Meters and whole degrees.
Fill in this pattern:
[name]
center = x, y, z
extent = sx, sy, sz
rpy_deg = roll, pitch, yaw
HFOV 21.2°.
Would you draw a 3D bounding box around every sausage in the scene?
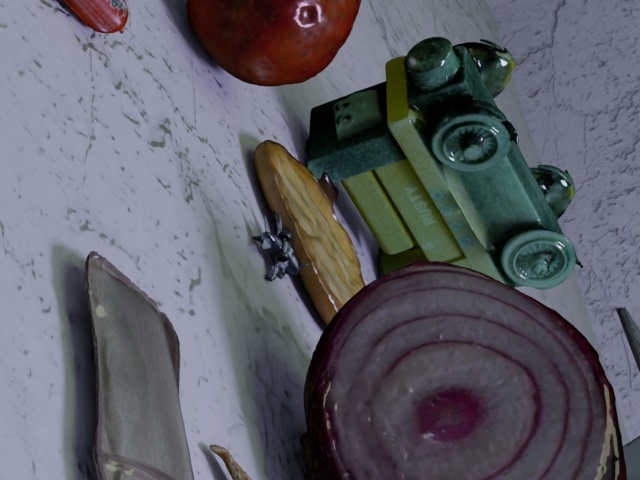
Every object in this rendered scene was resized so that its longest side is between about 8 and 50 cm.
[sausage]
center = -0.197, -0.210, 1.419
extent = 0.050, 0.048, 0.145
rpy_deg = 31, -9, 33

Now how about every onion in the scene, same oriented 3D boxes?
[onion]
center = 0.130, 0.201, 1.551
extent = 0.260, 0.282, 0.336
rpy_deg = 83, -18, -65

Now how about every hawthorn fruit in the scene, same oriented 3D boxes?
[hawthorn fruit]
center = -0.058, -0.247, 1.729
extent = 0.200, 0.179, 0.179
rpy_deg = 9, 60, -66

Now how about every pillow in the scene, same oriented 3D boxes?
[pillow]
center = -0.128, 0.115, 1.204
extent = 0.130, 0.038, 0.232
rpy_deg = 46, 25, -48

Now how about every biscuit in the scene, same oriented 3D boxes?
[biscuit]
center = -0.005, 0.001, 1.817
extent = 0.260, 0.041, 0.203
rpy_deg = 59, 20, -29

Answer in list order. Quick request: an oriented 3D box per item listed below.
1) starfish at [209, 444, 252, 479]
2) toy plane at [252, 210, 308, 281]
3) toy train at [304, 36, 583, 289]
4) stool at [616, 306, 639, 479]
[starfish]
center = -0.016, 0.296, 1.320
extent = 0.295, 0.048, 0.231
rpy_deg = 64, 15, -12
[toy plane]
center = -0.039, 0.012, 1.688
extent = 0.083, 0.031, 0.078
rpy_deg = 48, 40, -48
[toy train]
center = 0.150, -0.064, 2.032
extent = 0.397, 0.253, 0.160
rpy_deg = 57, 25, -38
[stool]
center = 0.353, 0.272, 2.287
extent = 0.170, 0.243, 0.269
rpy_deg = 44, 28, -58
